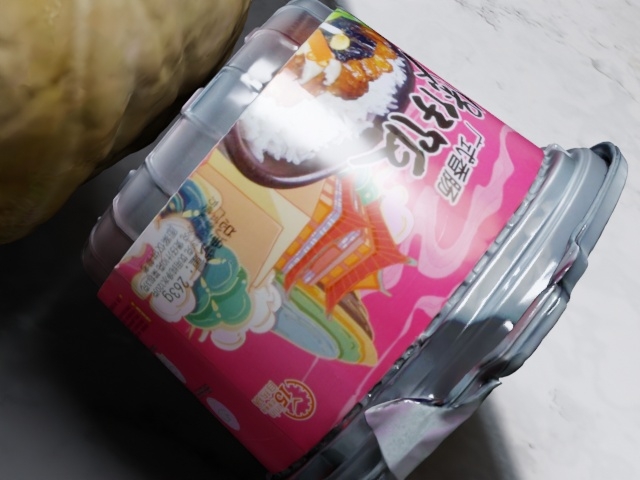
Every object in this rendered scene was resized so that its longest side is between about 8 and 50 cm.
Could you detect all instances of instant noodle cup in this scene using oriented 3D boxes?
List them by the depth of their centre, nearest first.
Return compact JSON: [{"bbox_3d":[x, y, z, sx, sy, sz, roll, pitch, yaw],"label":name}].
[{"bbox_3d":[0.000,0.000,0.824,0.181,0.302,0.258,40,67,-3],"label":"instant noodle cup"}]

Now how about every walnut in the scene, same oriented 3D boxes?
[{"bbox_3d":[-0.180,-0.132,0.813,0.277,0.313,0.252,-40,96,-28],"label":"walnut"}]
